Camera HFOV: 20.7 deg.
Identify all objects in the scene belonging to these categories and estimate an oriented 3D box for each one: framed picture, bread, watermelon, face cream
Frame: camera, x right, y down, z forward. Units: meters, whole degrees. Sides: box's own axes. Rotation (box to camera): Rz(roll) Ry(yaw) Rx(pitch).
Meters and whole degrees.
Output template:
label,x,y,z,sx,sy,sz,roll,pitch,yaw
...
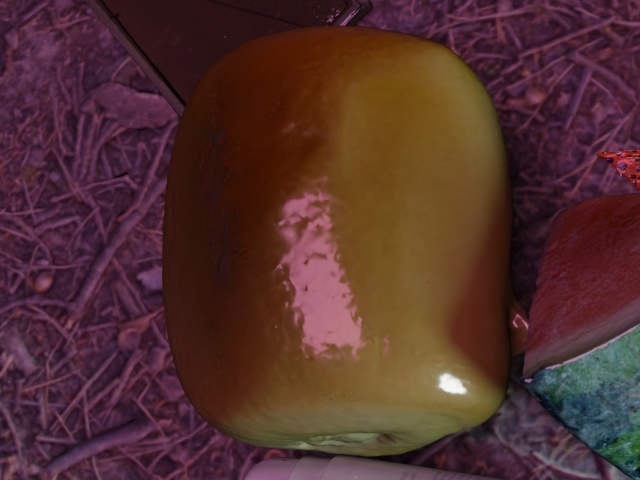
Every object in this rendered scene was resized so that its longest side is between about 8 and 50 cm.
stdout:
label,x,y,z,sx,sy,sz,roll,pitch,yaw
framed picture,-0.120,-0.273,1.869,0.232,0.024,0.315,-44,66,11
bread,0.000,0.000,1.611,0.348,0.253,0.376,-13,69,48
watermelon,0.289,0.046,1.504,0.292,0.250,0.283,35,94,23
face cream,0.090,0.261,1.634,0.345,0.102,0.102,6,83,25

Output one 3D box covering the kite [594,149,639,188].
label,x,y,z,sx,sy,sz,roll,pitch,yaw
kite,0.370,-0.049,1.623,0.125,0.008,0.222,-44,67,8
